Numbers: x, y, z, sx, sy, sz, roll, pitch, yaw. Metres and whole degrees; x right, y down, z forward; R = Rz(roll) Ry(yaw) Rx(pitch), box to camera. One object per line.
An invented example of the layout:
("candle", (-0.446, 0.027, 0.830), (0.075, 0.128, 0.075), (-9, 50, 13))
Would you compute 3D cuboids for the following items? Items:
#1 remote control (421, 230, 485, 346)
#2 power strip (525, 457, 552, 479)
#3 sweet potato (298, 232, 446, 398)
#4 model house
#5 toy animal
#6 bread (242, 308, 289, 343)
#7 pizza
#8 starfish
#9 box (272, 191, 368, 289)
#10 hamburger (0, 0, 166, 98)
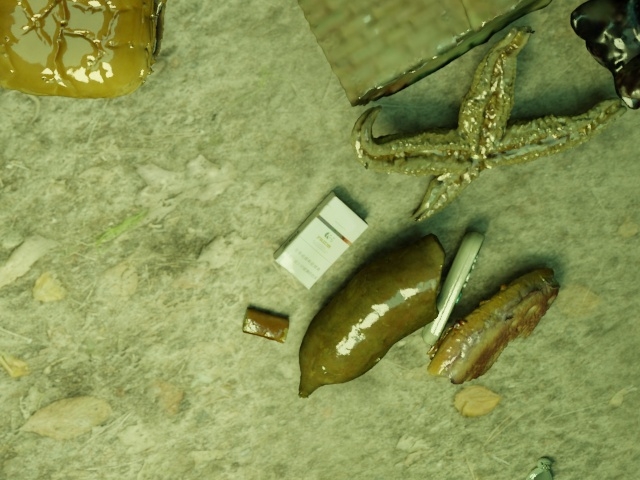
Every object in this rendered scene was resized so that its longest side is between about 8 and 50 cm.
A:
("remote control", (0.233, 0.085, 1.806), (0.042, 0.078, 0.221), (25, 104, 9))
("power strip", (0.431, 0.465, 1.988), (0.055, 0.035, 0.083), (9, 108, -13))
("sweet potato", (0.078, 0.135, 1.758), (0.369, 0.158, 0.158), (-38, 110, 8))
("model house", (0.157, -0.470, 1.492), (0.445, 0.395, 0.400), (-28, 95, 18))
("toy animal", (0.522, -0.322, 1.584), (0.302, 0.344, 0.194), (-37, 107, -8))
("bread", (-0.096, 0.150, 1.789), (0.083, 0.036, 0.047), (16, 101, -17))
("pizza", (0.305, 0.147, 1.812), (0.305, 0.085, 0.161), (-37, 147, -19))
("starfish", (0.275, -0.202, 1.682), (0.432, 0.082, 0.324), (-28, 135, 10))
("box", (0.000, 0.000, 1.756), (0.084, 0.040, 0.154), (41, 96, -17))
("hamburger", (-0.370, -0.359, 1.511), (0.318, 0.158, 0.318), (-4, 109, -11))
